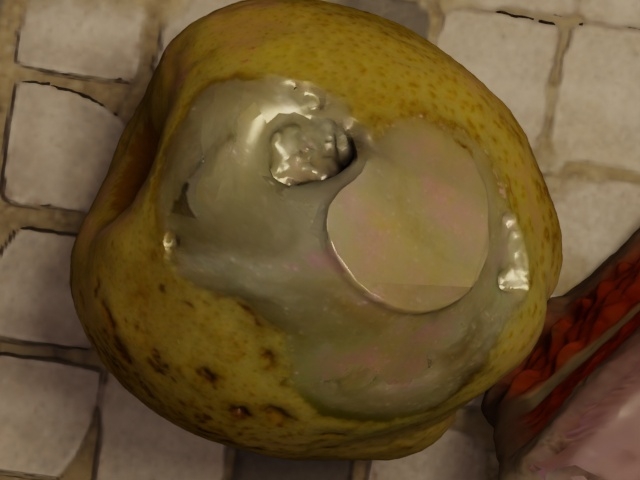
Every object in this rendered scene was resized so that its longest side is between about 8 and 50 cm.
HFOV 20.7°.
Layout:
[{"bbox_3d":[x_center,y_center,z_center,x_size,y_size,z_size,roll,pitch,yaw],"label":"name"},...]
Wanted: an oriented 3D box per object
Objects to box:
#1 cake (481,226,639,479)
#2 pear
[{"bbox_3d":[0.268,0.083,0.979,0.309,0.237,0.230,-42,98,4],"label":"cake"},{"bbox_3d":[0.000,0.000,0.973,0.271,0.271,0.271,0,95,-3],"label":"pear"}]
